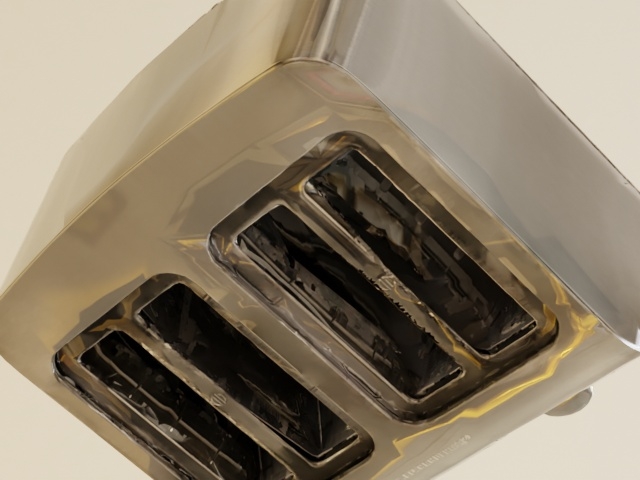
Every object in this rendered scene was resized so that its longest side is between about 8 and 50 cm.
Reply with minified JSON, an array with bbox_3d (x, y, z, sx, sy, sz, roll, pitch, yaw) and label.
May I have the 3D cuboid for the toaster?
[{"bbox_3d":[0.000,0.000,0.468,0.186,0.168,0.110,43,-150,-19],"label":"toaster"}]
